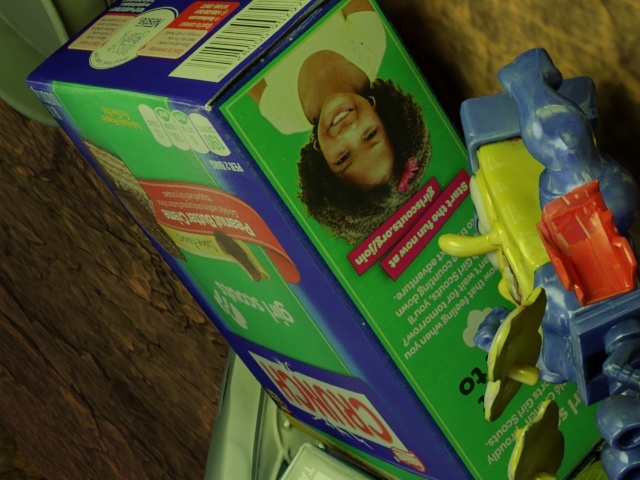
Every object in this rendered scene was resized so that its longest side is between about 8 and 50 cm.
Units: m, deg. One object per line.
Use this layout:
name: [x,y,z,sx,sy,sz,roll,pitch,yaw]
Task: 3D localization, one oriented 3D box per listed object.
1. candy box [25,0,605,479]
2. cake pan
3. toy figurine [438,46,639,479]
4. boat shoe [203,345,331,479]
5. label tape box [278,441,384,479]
candy box: [0.000,0.000,0.943,0.317,0.122,0.268,54,162,-25]
cake pan: [-0.261,-0.218,1.210,0.293,0.054,0.293,40,157,21]
toy figurine: [0.151,0.015,0.771,0.362,0.191,0.217,68,-177,-54]
boat shoe: [-0.032,0.137,1.136,0.084,0.258,0.095,14,139,-7]
label tape box: [0.129,0.274,1.046,0.347,0.115,0.249,31,175,17]
